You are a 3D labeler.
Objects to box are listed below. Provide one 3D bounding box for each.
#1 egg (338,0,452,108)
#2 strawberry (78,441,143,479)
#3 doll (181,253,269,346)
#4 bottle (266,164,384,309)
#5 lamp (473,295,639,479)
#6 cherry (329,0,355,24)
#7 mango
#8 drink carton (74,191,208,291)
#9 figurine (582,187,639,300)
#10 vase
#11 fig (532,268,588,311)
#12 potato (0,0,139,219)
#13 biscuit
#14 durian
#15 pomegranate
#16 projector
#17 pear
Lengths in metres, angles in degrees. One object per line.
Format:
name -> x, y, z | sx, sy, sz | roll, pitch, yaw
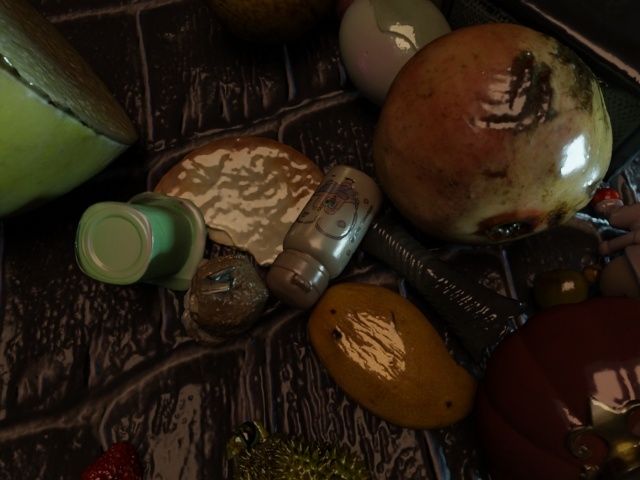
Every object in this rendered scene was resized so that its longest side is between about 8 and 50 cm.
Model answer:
egg -> 0.136, -0.308, 0.816 | 0.183, 0.183, 0.217 | -30, 63, -10
strawberry -> -0.272, 0.314, 0.637 | 0.083, 0.083, 0.096 | 6, 62, 3
doll -> -0.129, 0.072, 0.653 | 0.114, 0.221, 0.105 | 16, 57, -7
bottle -> 0.000, 0.000, 0.701 | 0.097, 0.110, 0.209 | 37, 68, -9
lamp -> 0.334, 0.211, 0.563 | 0.303, 0.257, 0.303 | 3, 108, 8
cherry -> 0.129, -0.444, 0.920 | 0.225, 0.090, 0.107 | -6, 49, 2
mango -> 0.098, 0.158, 0.672 | 0.262, 0.109, 0.157 | 34, 69, 12
drink carton -> -0.259, 0.000, 0.701 | 0.146, 0.142, 0.144 | 12, 91, 7
figurine -> 0.494, 0.039, 0.711 | 0.176, 0.186, 0.287 | 35, 44, -26
vase -> 0.168, 0.060, 0.719 | 0.237, 0.115, 0.115 | 40, 74, 20
fig -> 0.353, 0.084, 0.720 | 0.074, 0.074, 0.088 | -3, 95, 0
potato -> -0.512, -0.192, 0.656 | 0.319, 0.442, 0.385 | -41, 85, 0
biscuit -> -0.101, -0.070, 0.801 | 0.309, 0.040, 0.205 | 25, 73, 8
durian -> -0.029, 0.319, 0.595 | 0.198, 0.146, 0.159 | 8, 68, 21
pomegranate -> 0.229, -0.133, 0.679 | 0.322, 0.322, 0.322 | 0, 68, 1
projector -> 0.461, -0.372, 0.807 | 0.395, 0.242, 0.405 | -39, 72, -12
pear -> -0.086, -0.490, 0.854 | 0.280, 0.281, 0.281 | 0, 68, 1
